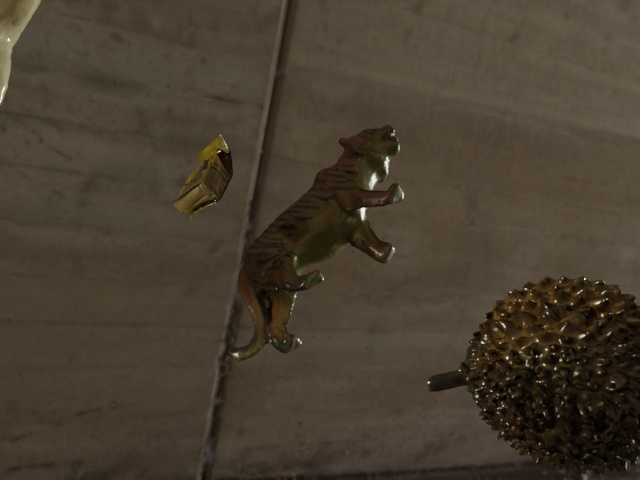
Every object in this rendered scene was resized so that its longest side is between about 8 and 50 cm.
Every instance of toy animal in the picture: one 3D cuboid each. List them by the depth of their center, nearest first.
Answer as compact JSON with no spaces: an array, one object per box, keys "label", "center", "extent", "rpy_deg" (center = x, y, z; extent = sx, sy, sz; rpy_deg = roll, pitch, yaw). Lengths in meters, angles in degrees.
[{"label":"toy animal","center":[0.000,0.000,0.680],"extent":[0.099,0.241,0.057],"rpy_deg":[32,-16,45]}]

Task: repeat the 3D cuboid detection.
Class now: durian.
[{"label":"durian","center":[0.168,0.108,0.578],"extent":[0.188,0.149,0.091],"rpy_deg":[0,21,13]}]

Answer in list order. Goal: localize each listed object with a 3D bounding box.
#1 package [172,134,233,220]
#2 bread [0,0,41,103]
[{"label":"package","center":[-0.171,-0.094,1.239],"extent":[0.047,0.071,0.131],"rpy_deg":[40,37,-20]},{"label":"bread","center":[-0.291,-0.110,0.549],"extent":[0.316,0.316,0.054],"rpy_deg":[18,-11,45]}]
